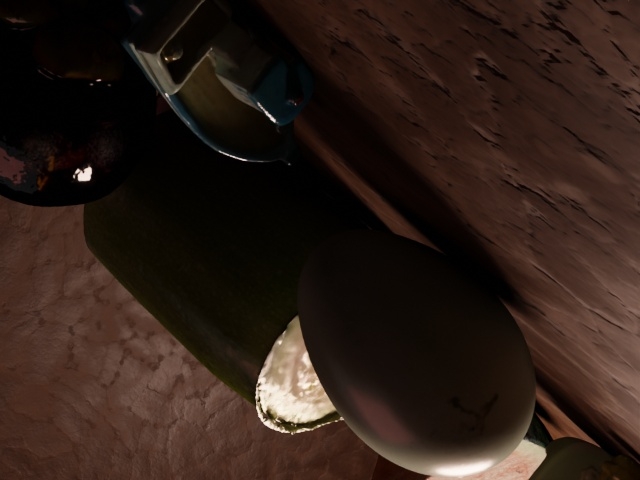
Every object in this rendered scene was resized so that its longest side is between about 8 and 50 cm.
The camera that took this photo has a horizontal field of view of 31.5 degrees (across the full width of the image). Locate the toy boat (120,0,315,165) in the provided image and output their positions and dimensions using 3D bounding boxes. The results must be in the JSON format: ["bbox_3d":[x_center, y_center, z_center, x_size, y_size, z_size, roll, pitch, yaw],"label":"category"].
[{"bbox_3d":[-0.061,-0.112,0.833,0.102,0.088,0.215,35,172,30],"label":"toy boat"}]

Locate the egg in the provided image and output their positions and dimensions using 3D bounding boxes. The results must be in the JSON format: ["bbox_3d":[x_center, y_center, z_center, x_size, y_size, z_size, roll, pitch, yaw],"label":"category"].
[{"bbox_3d":[0.084,0.100,1.057,0.264,0.183,0.183,48,178,16],"label":"egg"}]

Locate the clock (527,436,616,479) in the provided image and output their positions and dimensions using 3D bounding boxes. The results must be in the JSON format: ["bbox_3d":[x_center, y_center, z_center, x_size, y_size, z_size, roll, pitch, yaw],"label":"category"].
[{"bbox_3d":[0.321,0.441,1.470,0.265,0.324,0.108,43,176,-1],"label":"clock"}]

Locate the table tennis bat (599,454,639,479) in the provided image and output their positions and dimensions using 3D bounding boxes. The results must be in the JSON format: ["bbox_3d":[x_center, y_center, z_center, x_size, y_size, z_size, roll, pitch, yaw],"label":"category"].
[{"bbox_3d":[0.457,0.357,1.313,0.321,0.050,0.198,38,178,-1],"label":"table tennis bat"}]

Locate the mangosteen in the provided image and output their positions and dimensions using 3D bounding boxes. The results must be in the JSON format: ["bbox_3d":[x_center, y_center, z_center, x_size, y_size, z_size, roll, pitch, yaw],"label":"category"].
[{"bbox_3d":[-0.306,-0.192,1.279,0.275,0.302,0.275,17,-141,-14],"label":"mangosteen"}]

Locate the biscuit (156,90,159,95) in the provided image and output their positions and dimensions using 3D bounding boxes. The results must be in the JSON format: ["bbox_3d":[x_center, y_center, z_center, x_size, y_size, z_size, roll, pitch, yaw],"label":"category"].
[{"bbox_3d":[-0.352,-0.312,1.608,0.144,0.078,0.426,41,176,24],"label":"biscuit"}]

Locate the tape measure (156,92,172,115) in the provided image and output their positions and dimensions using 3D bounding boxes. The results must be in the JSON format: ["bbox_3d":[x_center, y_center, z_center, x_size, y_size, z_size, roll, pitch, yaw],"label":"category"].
[{"bbox_3d":[-0.193,-0.166,1.680,0.118,0.074,0.125,37,176,46],"label":"tape measure"}]

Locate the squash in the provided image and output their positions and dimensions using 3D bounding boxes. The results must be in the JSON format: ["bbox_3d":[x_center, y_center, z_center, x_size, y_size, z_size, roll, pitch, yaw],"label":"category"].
[{"bbox_3d":[-0.088,0.029,1.403,0.384,0.263,0.263,40,176,33],"label":"squash"}]

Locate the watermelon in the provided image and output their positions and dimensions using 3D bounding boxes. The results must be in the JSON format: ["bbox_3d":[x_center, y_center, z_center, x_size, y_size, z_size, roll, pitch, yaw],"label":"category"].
[{"bbox_3d":[0.195,0.284,1.731,0.283,0.292,0.250,40,147,38],"label":"watermelon"}]
